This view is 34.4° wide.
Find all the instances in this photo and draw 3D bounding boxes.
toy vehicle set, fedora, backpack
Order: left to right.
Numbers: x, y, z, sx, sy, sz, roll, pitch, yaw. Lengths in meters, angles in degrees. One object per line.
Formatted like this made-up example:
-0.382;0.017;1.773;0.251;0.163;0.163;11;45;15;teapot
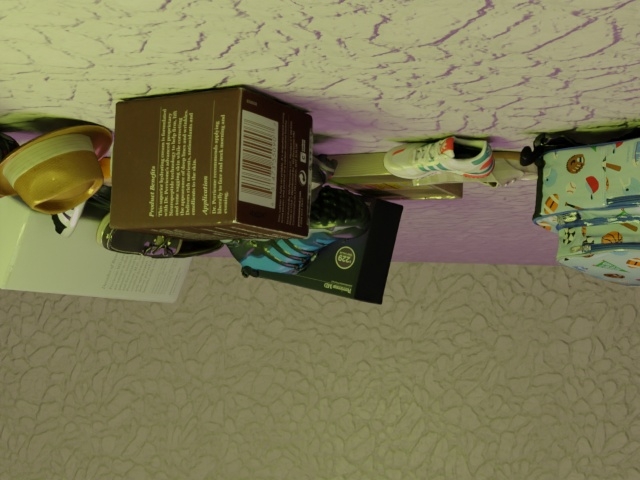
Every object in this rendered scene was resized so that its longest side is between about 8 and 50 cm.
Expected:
-0.380;-0.092;1.502;0.194;0.079;0.194;-28;167;-7;fedora
0.119;-0.105;1.738;0.166;0.035;0.267;0;174;26;toy vehicle set
0.448;-0.050;1.396;0.277;0.213;0.263;11;160;-38;backpack

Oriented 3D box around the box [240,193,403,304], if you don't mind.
0.000;0.000;1.873;0.261;0.184;0.103;11;180;36;box

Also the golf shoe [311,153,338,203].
-0.059;-0.075;1.594;0.105;0.120;0.273;29;170;-4;golf shoe

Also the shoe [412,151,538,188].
0.239;-0.104;1.577;0.219;0.058;0.076;4;174;-13;shoe

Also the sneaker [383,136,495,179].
0.168;-0.126;1.480;0.161;0.057;0.075;3;158;11;sneaker

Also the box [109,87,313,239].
-0.138;-0.090;1.325;0.203;0.168;0.167;-1;174;31;box

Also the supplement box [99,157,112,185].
-0.361;-0.118;1.798;0.062;0.036;0.098;2;175;14;supplement box

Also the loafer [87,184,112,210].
-0.458;-0.096;1.846;0.223;0.078;0.076;7;172;-38;loafer

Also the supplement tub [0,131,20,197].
-0.521;-0.123;1.482;0.106;0.106;0.198;0;174;18;supplement tub

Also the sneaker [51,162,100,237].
-0.449;-0.091;1.736;0.121;0.079;0.217;23;145;-12;sneaker

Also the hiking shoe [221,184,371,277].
-0.031;-0.009;1.772;0.304;0.113;0.132;-5;126;37;hiking shoe

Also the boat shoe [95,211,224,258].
-0.296;-0.013;1.973;0.092;0.102;0.285;34;-160;32;boat shoe

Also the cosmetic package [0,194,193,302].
-0.480;-0.003;2.026;0.230;0.161;0.453;27;-171;34;cosmetic package
